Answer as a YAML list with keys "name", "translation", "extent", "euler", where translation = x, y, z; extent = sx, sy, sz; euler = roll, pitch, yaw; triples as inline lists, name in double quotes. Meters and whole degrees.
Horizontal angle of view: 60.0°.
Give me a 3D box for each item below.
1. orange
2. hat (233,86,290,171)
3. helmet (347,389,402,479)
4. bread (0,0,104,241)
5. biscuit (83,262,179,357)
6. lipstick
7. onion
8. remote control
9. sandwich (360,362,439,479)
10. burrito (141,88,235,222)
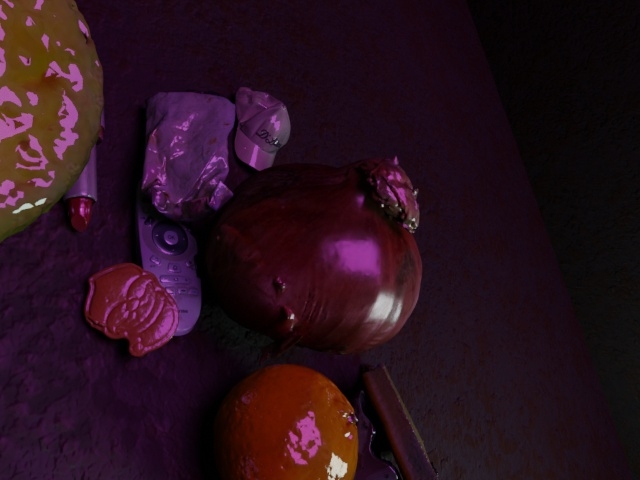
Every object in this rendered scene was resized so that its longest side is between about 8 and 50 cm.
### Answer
- name: "orange"
  translation: [-0.045, 0.282, 0.778]
  extent: [0.219, 0.193, 0.219]
  euler: [36, 30, -24]
- name: "hat"
  translation: [-0.115, -0.209, 1.054]
  extent: [0.122, 0.081, 0.166]
  euler: [30, 59, -36]
- name: "helmet"
  translation: [0.060, 0.355, 0.925]
  extent: [0.153, 0.107, 0.177]
  euler: [61, 4, -62]
- name: "bread"
  translation: [-0.376, -0.113, 0.450]
  extent: [0.348, 0.307, 0.349]
  euler: [-3, 95, -50]
- name: "biscuit"
  translation: [-0.247, 0.088, 0.724]
  extent: [0.130, 0.019, 0.102]
  euler: [43, 61, -1]
- name: "lipstick"
  translation: [-0.323, -0.102, 0.747]
  extent: [0.063, 0.057, 0.187]
  euler: [10, 66, -49]
- name: "onion"
  translation: [-0.011, 0.032, 0.871]
  extent: [0.353, 0.353, 0.354]
  euler: [28, 51, -40]
- name: "remote control"
  translation: [-0.225, 0.017, 0.811]
  extent: [0.097, 0.045, 0.256]
  euler: [11, 60, -40]
- name: "sandwich"
  translation: [0.133, 0.326, 0.984]
  extent: [0.212, 0.063, 0.245]
  euler: [63, 0, -4]
- name: "burrito"
  translation: [-0.201, -0.128, 0.842]
  extent: [0.143, 0.089, 0.229]
  euler: [-2, 57, -5]
